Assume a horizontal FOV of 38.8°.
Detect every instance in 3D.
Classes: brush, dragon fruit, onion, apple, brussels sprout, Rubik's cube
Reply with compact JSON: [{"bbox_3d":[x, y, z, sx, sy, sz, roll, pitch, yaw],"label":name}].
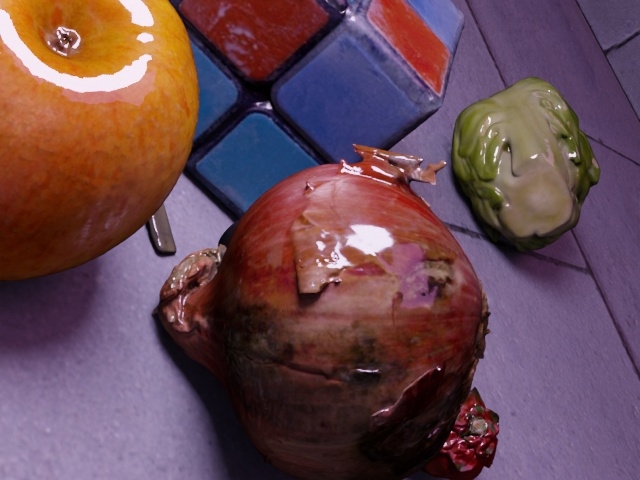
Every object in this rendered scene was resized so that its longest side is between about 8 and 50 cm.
[{"bbox_3d":[-0.207,-0.071,1.043,0.034,0.027,0.190,1,67,-62],"label":"brush"},{"bbox_3d":[0.157,0.237,1.149,0.130,0.121,0.142,34,13,-40],"label":"dragon fruit"},{"bbox_3d":[0.030,0.076,0.925,0.353,0.353,0.354,33,38,-31],"label":"onion"},{"bbox_3d":[-0.258,-0.118,0.792,0.299,0.275,0.299,27,47,-33],"label":"apple"},{"bbox_3d":[0.381,-0.148,1.684,0.328,0.247,0.328,35,33,-27],"label":"brussels sprout"},{"bbox_3d":[-0.038,-0.247,1.155,0.318,0.316,0.313,44,34,-15],"label":"Rubik's cube"}]

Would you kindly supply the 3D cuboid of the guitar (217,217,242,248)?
[{"bbox_3d":[0.000,-0.002,1.134,0.271,0.084,0.038,-3,60,-35],"label":"guitar"}]
